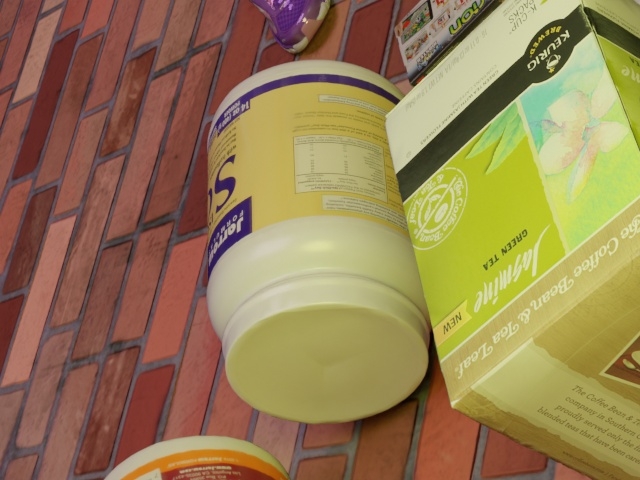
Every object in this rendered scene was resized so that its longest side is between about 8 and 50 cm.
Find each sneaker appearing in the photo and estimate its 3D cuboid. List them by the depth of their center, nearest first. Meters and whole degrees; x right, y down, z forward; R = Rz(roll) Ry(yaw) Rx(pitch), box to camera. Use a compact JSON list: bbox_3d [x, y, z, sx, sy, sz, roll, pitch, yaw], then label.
[{"bbox_3d":[-0.066,-0.334,2.286,0.095,0.104,0.236,-51,34,15],"label":"sneaker"}]

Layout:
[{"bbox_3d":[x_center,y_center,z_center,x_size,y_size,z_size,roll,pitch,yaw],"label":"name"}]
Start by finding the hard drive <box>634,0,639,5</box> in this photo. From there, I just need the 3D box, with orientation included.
[{"bbox_3d":[0.350,-0.271,1.519,0.353,0.047,0.233,109,166,-52],"label":"hard drive"}]

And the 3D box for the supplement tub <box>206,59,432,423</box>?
[{"bbox_3d":[0.000,0.000,1.793,0.241,0.241,0.331,-38,38,34],"label":"supplement tub"}]

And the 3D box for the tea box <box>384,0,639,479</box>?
[{"bbox_3d":[0.256,0.011,1.323,0.220,0.329,0.323,-43,35,27],"label":"tea box"}]

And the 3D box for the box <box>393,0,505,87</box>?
[{"bbox_3d":[0.172,-0.271,1.952,0.207,0.036,0.114,-44,36,27],"label":"box"}]

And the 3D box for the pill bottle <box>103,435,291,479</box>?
[{"bbox_3d":[-0.096,0.395,1.642,0.224,0.224,0.392,-48,34,22],"label":"pill bottle"}]
